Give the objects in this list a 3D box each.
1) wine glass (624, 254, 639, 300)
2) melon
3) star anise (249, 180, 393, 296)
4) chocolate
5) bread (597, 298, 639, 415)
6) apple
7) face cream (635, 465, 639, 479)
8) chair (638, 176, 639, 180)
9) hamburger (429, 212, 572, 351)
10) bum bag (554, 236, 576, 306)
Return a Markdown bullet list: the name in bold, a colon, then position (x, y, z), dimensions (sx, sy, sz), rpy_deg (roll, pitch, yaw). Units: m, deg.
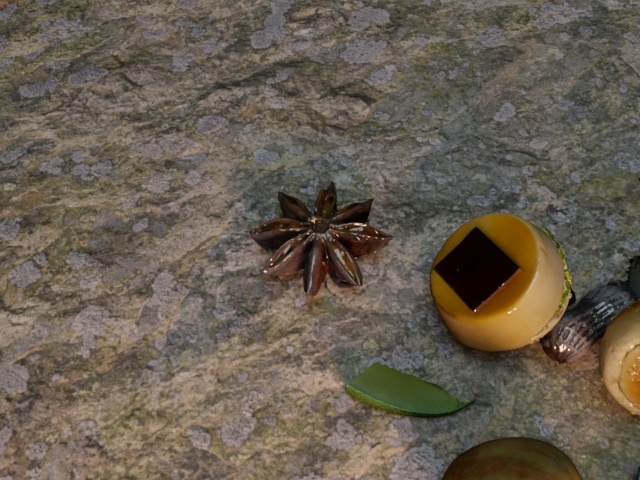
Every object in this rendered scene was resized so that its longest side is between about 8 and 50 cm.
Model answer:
- **wine glass**: position (0.839, 0.081, 1.393), dimensions (0.357, 0.190, 0.190), rpy_deg (-11, 57, 3)
- **melon**: position (0.185, 0.314, 1.387), dimensions (0.262, 0.053, 0.114), rpy_deg (11, 41, 7)
- **star anise**: position (-0.002, -0.001, 1.554), dimensions (0.332, 0.117, 0.331), rpy_deg (-1, 49, 1)
- **chocolate**: position (0.560, 0.170, 1.402), dimensions (0.248, 0.110, 0.110), rpy_deg (-31, 60, -11)
- **bread**: position (0.670, 0.214, 1.262), dimensions (0.306, 0.305, 0.158), rpy_deg (4, 39, 7)
- **apple**: position (0.329, 0.468, 1.153), dimensions (0.234, 0.257, 0.256), rpy_deg (-18, 52, 30)
- **face cream**: position (0.546, 0.535, 1.149), dimensions (0.163, 0.080, 0.336), rpy_deg (9, 43, 28)
- **chair**: position (0.884, -0.133, 1.548), dimensions (0.272, 0.166, 0.188), rpy_deg (1, 42, -48)
- **hamburger**: position (0.376, 0.088, 1.401), dimensions (0.300, 0.176, 0.300), rpy_deg (-23, 48, 28)
- **bum bag**: position (0.492, 0.064, 1.501), dimensions (0.107, 0.060, 0.232), rpy_deg (-5, 57, 3)
